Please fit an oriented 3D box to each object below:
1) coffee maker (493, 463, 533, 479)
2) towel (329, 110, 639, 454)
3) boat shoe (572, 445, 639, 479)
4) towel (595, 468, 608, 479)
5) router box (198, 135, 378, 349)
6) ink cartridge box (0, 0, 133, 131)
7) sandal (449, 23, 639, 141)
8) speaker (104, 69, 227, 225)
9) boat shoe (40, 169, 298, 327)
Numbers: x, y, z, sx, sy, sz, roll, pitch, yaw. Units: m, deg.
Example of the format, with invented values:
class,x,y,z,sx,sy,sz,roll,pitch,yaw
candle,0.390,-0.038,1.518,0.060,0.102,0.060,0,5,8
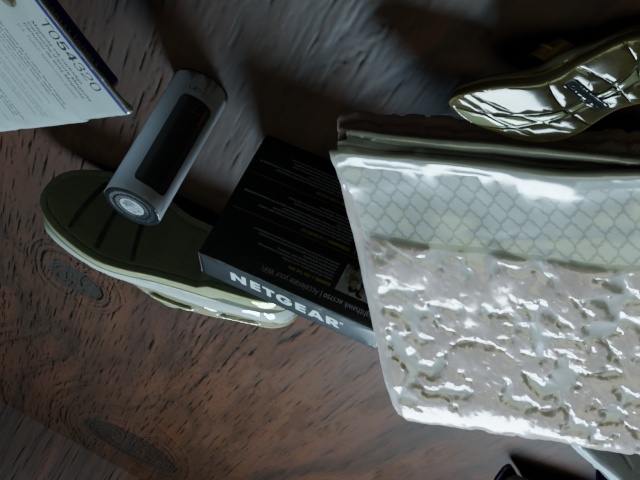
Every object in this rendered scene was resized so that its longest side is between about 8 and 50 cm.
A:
class,x,y,z,sx,sy,sz,roll,pitch,yaw
coffee maker,0.303,0.351,1.829,0.178,0.120,0.171,13,177,36
towel,0.183,0.047,1.180,0.331,0.053,0.317,6,133,28
boat shoe,0.259,0.153,1.402,0.119,0.121,0.335,35,163,51
towel,0.417,0.345,1.550,0.308,0.076,0.228,28,-163,-6
router box,0.000,0.000,1.359,0.179,0.133,0.046,24,157,13
ink cartridge box,-0.313,-0.231,1.245,0.330,0.071,0.324,-1,133,51
sandal,0.169,-0.113,1.032,0.072,0.049,0.180,36,143,-32
speaker,-0.134,-0.083,1.334,0.055,0.136,0.055,22,153,12
boat shoe,-0.160,0.022,1.628,0.302,0.113,0.103,23,152,12
